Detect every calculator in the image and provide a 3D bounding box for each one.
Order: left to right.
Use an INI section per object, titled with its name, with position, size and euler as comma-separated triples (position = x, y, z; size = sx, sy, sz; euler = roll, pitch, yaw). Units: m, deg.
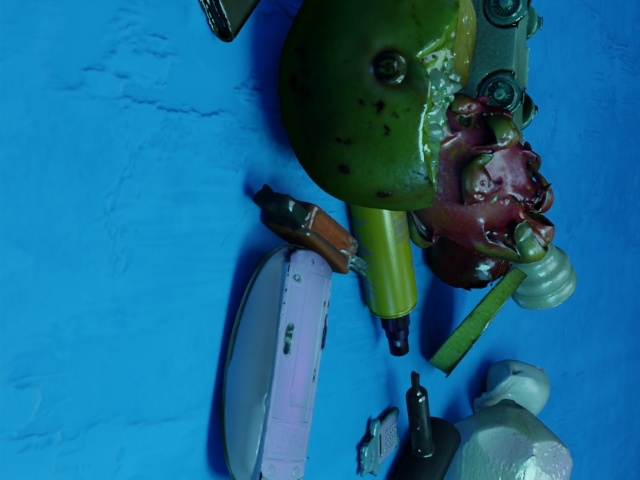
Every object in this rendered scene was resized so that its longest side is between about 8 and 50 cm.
[calculator]
position = 0.090, 0.309, 1.885
size = 0.141, 0.019, 0.094
euler = -33, 126, -58

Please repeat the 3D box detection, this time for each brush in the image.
[brush]
position = 0.000, 0.001, 1.598
size = 0.323, 0.070, 0.051
euler = 35, 67, -61

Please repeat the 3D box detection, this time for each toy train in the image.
[toy train]
position = 0.272, -0.287, 2.001
size = 0.129, 0.159, 0.326
euler = 20, 73, -65

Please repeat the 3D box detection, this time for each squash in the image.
[squash]
position = 0.260, 0.132, 2.045
size = 0.219, 0.041, 0.219
euler = -50, 172, -9

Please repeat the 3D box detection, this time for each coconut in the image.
[coconut]
position = 0.321, 0.392, 2.136
size = 0.227, 0.227, 0.230
euler = 15, 87, -63

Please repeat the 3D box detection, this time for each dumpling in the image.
[dumpling]
position = 0.356, 0.294, 2.329
size = 0.151, 0.124, 0.229
euler = -51, 150, 12

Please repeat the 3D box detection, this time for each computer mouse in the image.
[computer mouse]
position = -0.055, 0.159, 1.509
size = 0.158, 0.071, 0.310
euler = 23, 73, -61

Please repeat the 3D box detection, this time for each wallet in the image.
[wallet]
position = -0.084, -0.328, 1.416
size = 0.198, 0.031, 0.110
euler = -62, 145, -38

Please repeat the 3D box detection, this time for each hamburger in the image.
[hamburger]
position = 0.154, -0.314, 1.801
size = 0.182, 0.118, 0.191
euler = -57, 145, -49

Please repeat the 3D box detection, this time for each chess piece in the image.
[chess piece]
position = 0.393, 0.005, 2.340
size = 0.133, 0.133, 0.243
euler = -62, 138, -39

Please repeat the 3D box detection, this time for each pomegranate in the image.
[pomegranate]
position = 0.054, -0.194, 1.546
size = 0.358, 0.216, 0.310
euler = -159, -107, -86

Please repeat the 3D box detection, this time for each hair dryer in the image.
[hair dryer]
position = 0.144, 0.309, 1.910
size = 0.196, 0.078, 0.248
euler = -57, 147, -43

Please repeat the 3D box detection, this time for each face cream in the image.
[face cream]
position = 0.098, 0.048, 1.790
size = 0.078, 0.078, 0.273
euler = -49, 137, -50

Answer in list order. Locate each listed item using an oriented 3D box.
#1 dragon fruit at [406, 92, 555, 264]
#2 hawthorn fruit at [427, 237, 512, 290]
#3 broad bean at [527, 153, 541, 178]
[dragon fruit]
position = 0.234, -0.093, 1.835
size = 0.307, 0.227, 0.243
euler = 10, 97, -22
[hawthorn fruit]
position = 0.240, -0.004, 2.007
size = 0.148, 0.148, 0.172
euler = -11, 89, -63
[broad bean]
position = 0.330, -0.121, 2.240
size = 0.325, 0.067, 0.075
euler = -15, 124, -58
